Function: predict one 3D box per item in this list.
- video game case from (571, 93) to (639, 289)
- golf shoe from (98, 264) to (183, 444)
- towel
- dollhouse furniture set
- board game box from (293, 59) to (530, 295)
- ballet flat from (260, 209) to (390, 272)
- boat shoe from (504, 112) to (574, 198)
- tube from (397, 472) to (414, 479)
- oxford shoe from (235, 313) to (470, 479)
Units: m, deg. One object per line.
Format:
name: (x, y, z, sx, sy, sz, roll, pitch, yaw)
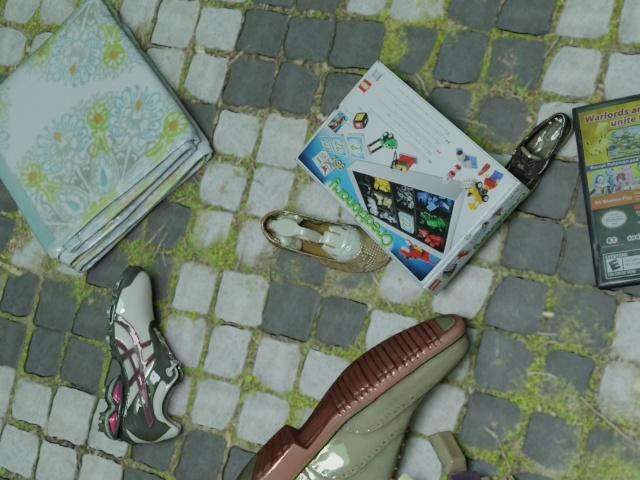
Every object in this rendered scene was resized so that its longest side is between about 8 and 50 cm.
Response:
video game case: (0.477, -0.078, 1.311, 0.275, 0.035, 0.248, -10, 77, 23)
golf shoe: (-0.265, 0.174, 1.566, 0.120, 0.105, 0.272, 1, 86, 8)
towel: (-0.384, -0.176, 1.679, 0.320, 0.090, 0.374, -40, 67, 9)
dollhouse furniture set: (0.193, 0.316, 1.376, 0.114, 0.091, 0.081, -117, 30, -42)
board game box: (0.120, -0.093, 1.437, 0.193, 0.053, 0.305, -49, 58, 9)
ballet flat: (0.000, 0.000, 1.486, 0.206, 0.067, 0.073, 11, 84, 24)
boat shoe: (0.285, -0.114, 1.392, 0.056, 0.049, 0.152, 36, 96, 24)
tube: (0.062, 0.418, 1.382, 0.240, 0.070, 0.062, -46, 61, 9)
oxford shoe: (0.065, 0.260, 1.399, 0.397, 0.140, 0.146, -41, 99, 6)
